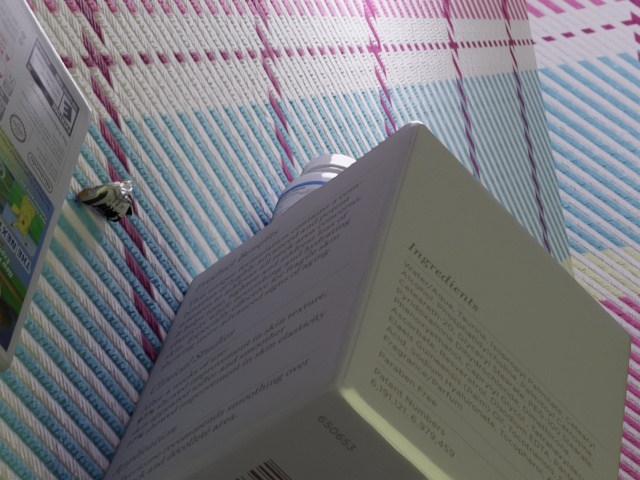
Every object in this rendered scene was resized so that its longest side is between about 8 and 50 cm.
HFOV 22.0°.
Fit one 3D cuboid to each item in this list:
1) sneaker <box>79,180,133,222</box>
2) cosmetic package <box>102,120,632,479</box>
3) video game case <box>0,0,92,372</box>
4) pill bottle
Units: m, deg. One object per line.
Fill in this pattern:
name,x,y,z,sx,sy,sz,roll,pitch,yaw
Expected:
sneaker,-0.192,-0.034,1.504,0.083,0.032,0.037,-13,94,-69
cosmetic package,0.048,0.175,1.489,0.327,0.329,0.393,43,35,-17
video game case,-0.292,-0.112,1.267,0.300,0.036,0.329,-80,153,-42
pill bottle,0.000,0.000,1.872,0.221,0.124,0.124,-71,146,-51
